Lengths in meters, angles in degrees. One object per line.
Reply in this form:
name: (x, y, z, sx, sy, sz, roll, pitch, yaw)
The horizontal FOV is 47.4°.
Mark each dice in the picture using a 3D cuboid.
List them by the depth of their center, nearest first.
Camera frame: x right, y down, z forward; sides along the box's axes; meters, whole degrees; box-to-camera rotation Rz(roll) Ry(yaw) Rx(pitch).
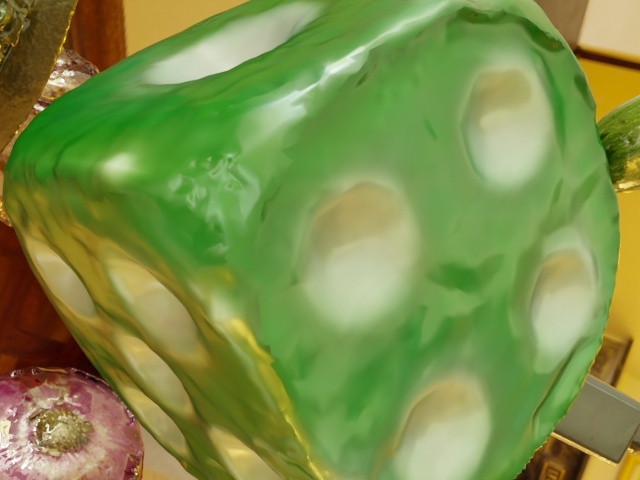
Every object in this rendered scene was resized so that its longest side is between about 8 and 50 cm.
dice: (0.000, 0.000, 0.494, 0.297, 0.287, 0.300, -38, 119, -28)

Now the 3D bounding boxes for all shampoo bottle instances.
shampoo bottle: (0.265, 0.175, 0.816, 0.080, 0.246, 0.079, -62, -165, 3)

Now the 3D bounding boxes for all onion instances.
onion: (-0.503, 0.414, 1.286, 0.345, 0.358, 0.358, -55, 157, 13)

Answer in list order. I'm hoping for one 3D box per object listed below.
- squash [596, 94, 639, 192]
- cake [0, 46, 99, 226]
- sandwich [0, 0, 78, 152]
squash: (0.289, -0.098, 0.484, 0.069, 0.239, 0.069, 45, 31, -37)
cake: (-0.388, -0.161, 1.144, 0.196, 0.198, 0.293, -69, 180, -59)
sandwich: (-0.301, -0.196, 0.596, 0.109, 0.212, 0.292, 29, 59, -64)
